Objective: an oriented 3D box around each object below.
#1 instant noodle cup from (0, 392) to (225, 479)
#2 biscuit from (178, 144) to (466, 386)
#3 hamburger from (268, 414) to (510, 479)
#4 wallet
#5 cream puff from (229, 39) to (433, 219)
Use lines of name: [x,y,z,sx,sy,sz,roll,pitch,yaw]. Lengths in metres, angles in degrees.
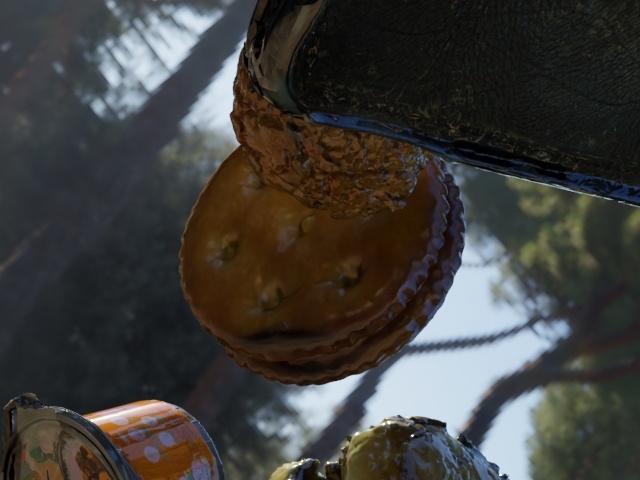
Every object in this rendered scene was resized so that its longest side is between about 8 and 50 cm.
instant noodle cup: [-0.159,0.206,1.305,0.177,0.125,0.208,-19,-90,43]
biscuit: [0.000,0.000,1.176,0.220,0.220,0.066,39,-5,41]
hamburger: [0.086,0.343,1.528,0.318,0.195,0.277,44,33,-47]
wallet: [0.127,-0.095,0.623,0.318,0.172,0.045,8,30,-37]
cream puff: [0.014,-0.093,1.060,0.115,0.150,0.165,-57,124,-76]
